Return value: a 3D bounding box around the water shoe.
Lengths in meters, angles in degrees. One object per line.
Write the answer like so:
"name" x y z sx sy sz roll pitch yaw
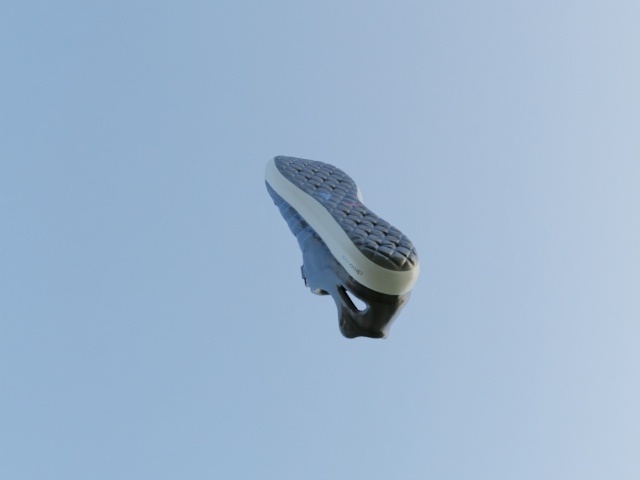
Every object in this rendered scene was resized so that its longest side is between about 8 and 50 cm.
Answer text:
"water shoe" 0.000 0.000 0.632 0.073 0.203 0.080 6 -65 -26
